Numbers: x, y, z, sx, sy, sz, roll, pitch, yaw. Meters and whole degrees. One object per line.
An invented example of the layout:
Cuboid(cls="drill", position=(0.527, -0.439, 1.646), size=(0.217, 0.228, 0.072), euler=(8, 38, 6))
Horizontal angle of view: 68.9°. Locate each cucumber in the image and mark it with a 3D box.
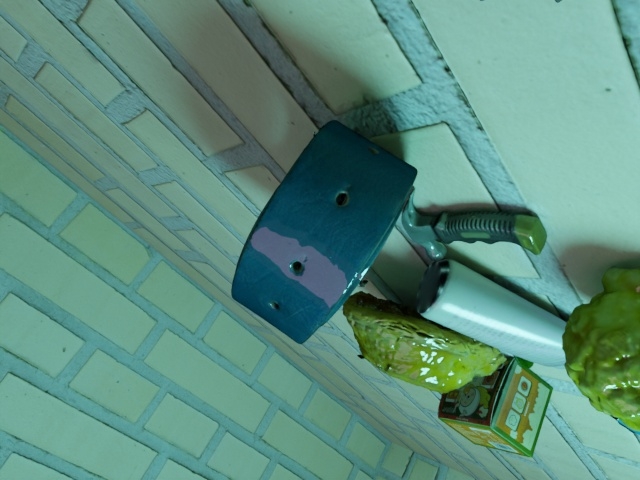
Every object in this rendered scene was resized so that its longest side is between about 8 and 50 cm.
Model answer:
Cuboid(cls="cucumber", position=(0.426, 0.233, 1.003), size=(0.037, 0.037, 0.155), euler=(9, 146, 42))

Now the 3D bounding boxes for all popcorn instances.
Cuboid(cls="popcorn", position=(0.459, 0.156, 0.635), size=(0.234, 0.217, 0.181), euler=(12, 177, 26))

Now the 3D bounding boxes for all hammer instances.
Cuboid(cls="hammer", position=(0.234, -0.019, 0.747), size=(0.226, 0.041, 0.159), euler=(5, 146, 47))

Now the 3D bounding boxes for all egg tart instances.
Cuboid(cls="egg tart", position=(0.196, 0.223, 1.034), size=(0.339, 0.153, 0.351), euler=(20, 177, 45))

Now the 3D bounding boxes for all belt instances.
Cuboid(cls="belt", position=(0.001, 0.000, 0.748), size=(0.173, 0.300, 0.436), euler=(35, 159, -1))

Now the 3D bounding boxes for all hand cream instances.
Cuboid(cls="hand cream", position=(0.356, 0.155, 0.872), size=(0.358, 0.118, 0.185), euler=(26, 155, -4))

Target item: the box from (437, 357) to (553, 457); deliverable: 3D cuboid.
Cuboid(cls="box", position=(0.422, 0.398, 1.145), size=(0.148, 0.178, 0.195), euler=(36, 156, -11))

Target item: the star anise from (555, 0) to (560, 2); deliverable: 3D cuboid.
Cuboid(cls="star anise", position=(0.132, -0.267, 0.338), size=(0.209, 0.089, 0.231), euler=(47, 142, -13))

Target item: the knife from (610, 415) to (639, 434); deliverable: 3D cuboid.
Cuboid(cls="knife", position=(0.720, 0.433, 1.025), size=(0.296, 0.026, 0.044), euler=(35, -172, -5))
